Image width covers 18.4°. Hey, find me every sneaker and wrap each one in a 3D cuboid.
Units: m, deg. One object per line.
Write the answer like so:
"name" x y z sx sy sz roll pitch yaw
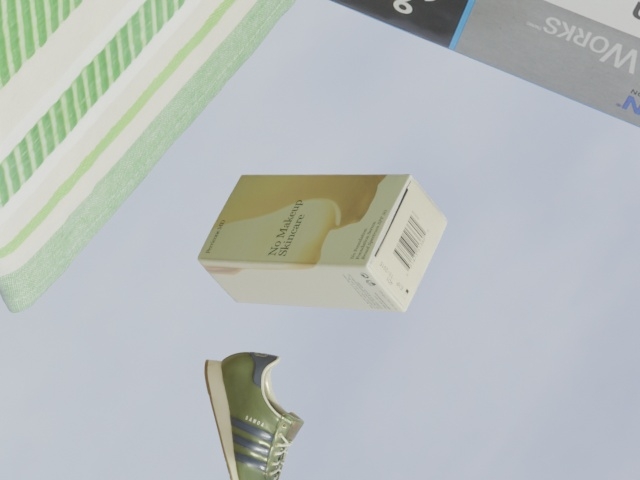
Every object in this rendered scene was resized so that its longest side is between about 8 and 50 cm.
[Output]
"sneaker" -0.056 0.205 2.023 0.086 0.192 0.064 -15 177 3

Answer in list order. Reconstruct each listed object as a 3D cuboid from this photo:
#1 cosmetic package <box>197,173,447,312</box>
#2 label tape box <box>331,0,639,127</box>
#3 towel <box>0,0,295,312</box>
"cosmetic package" 0.000 0.000 0.997 0.115 0.041 0.060 0 -126 40
"label tape box" 0.127 -0.146 0.968 0.334 0.240 0.106 111 2 -57
"towel" -0.091 -0.121 0.872 0.248 0.038 0.325 -51 165 -17
